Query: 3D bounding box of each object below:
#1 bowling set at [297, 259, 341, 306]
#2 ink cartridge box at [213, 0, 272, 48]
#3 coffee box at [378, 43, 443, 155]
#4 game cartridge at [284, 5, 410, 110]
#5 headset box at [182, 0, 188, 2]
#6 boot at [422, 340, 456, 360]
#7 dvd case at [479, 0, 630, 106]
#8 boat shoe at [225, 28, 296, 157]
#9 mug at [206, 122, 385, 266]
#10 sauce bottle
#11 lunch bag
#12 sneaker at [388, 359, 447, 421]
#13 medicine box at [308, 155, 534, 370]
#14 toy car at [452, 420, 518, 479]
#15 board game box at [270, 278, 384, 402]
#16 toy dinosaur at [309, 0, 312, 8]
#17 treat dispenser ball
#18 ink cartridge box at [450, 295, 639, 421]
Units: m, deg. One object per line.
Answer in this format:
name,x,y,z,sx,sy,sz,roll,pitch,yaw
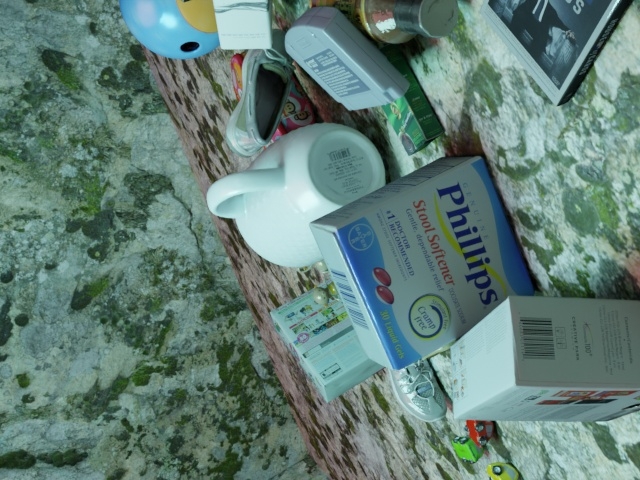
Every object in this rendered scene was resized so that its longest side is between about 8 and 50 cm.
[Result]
bowling set,0.000,0.000,2.185,0.287,0.154,0.200,56,163,20
ink cartridge box,-0.160,-0.554,1.749,0.273,0.115,0.198,88,180,-56
coffee box,0.145,-0.251,1.542,0.184,0.040,0.113,63,165,2
game cartridge,0.032,-0.311,1.480,0.196,0.060,0.294,38,176,-15
headset box,-0.138,-0.537,1.268,0.131,0.246,0.283,54,160,30
boot,0.205,0.173,1.943,0.203,0.095,0.262,61,160,3
dvd case,0.285,-0.299,1.056,0.179,0.029,0.238,57,163,18
boat shoe,-0.114,-0.332,1.883,0.118,0.320,0.103,34,150,-32
mug,-0.054,-0.103,1.810,0.328,0.374,0.276,149,114,-65
sauce bottle,0.098,-0.373,1.374,0.344,0.111,0.111,31,145,61
lunch bag,-0.114,-0.317,2.125,0.293,0.120,0.258,61,168,13
sneaker,0.217,0.313,2.097,0.281,0.105,0.115,58,163,18
medicine box,0.171,0.031,1.458,0.263,0.289,0.149,66,166,-11
toy car,0.370,0.479,1.982,0.239,0.053,0.225,64,164,0
board game box,0.031,0.267,2.393,0.303,0.224,0.097,50,162,39
toy dinosaur,0.009,-0.448,1.614,0.211,0.064,0.112,27,140,63
treat dispenser ball,-0.337,-0.583,2.066,0.288,0.288,0.288,54,162,27
ink cartridge box,0.368,0.190,1.306,0.309,0.272,0.130,111,160,-68
